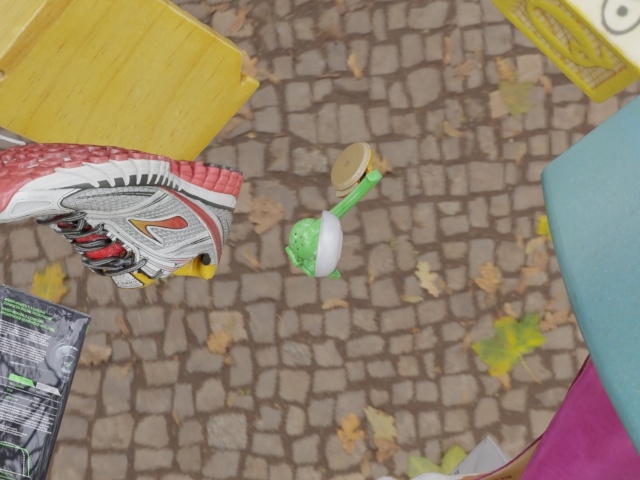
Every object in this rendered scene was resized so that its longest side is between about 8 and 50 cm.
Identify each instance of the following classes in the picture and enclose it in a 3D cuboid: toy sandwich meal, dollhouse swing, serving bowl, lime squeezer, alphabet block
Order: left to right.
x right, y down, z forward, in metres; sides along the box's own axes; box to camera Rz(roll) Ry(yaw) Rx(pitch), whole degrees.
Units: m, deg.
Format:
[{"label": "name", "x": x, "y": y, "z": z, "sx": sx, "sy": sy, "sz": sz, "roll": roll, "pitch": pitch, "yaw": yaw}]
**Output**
[{"label": "dollhouse swing", "x": -0.338, "y": -0.265, "z": 1.381, "sx": 0.315, "sy": 0.305, "sz": 0.347, "roll": -46, "pitch": 143, "yaw": 15}, {"label": "lime squeezer", "x": 0.000, "y": 0.000, "z": 1.392, "sx": 0.059, "sy": 0.310, "sz": 0.110, "roll": 44, "pitch": 65, "yaw": 13}, {"label": "serving bowl", "x": 0.012, "y": 0.005, "z": 1.246, "sx": 0.027, "sy": 0.083, "sz": 0.083, "roll": 7, "pitch": 93, "yaw": -3}, {"label": "toy sandwich meal", "x": 0.048, "y": -0.097, "z": 1.409, "sx": 0.029, "sy": 0.085, "sz": 0.085, "roll": 32, "pitch": 86, "yaw": -30}, {"label": "alphabet block", "x": 0.335, "y": -0.298, "z": 1.134, "sx": 0.197, "sy": 0.193, "sz": 0.192, "roll": -45, "pitch": 86, "yaw": -1}]

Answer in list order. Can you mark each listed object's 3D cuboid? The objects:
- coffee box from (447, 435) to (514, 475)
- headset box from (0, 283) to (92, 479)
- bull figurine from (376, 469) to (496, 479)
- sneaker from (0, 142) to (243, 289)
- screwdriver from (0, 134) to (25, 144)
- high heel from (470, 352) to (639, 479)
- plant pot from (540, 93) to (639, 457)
[{"label": "coffee box", "x": 0.260, "y": 0.389, "z": 1.299, "sx": 0.246, "sy": 0.098, "sz": 0.141, "roll": 42, "pitch": 95, "yaw": -17}, {"label": "headset box", "x": -0.440, "y": 0.211, "z": 1.344, "sx": 0.131, "sy": 0.246, "sz": 0.283, "roll": 25, "pitch": 62, "yaw": -30}, {"label": "bull figurine", "x": 0.192, "y": 0.305, "z": 1.032, "sx": 0.310, "sy": 0.101, "sz": 0.188, "roll": -16, "pitch": 74, "yaw": 4}, {"label": "sneaker", "x": -0.126, "y": -0.013, "z": 0.659, "sx": 0.225, "sy": 0.088, "sz": 0.092, "roll": 7, "pitch": 90, "yaw": -58}, {"label": "screwdriver", "x": -0.368, "y": -0.117, "z": 1.007, "sx": 0.170, "sy": 0.025, "sz": 0.024, "roll": 19, "pitch": 107, "yaw": -39}, {"label": "high heel", "x": 0.136, "y": 0.176, "z": 0.792, "sx": 0.377, "sy": 0.127, "sz": 0.181, "roll": -29, "pitch": 105, "yaw": 32}, {"label": "plant pot", "x": 0.219, "y": 0.036, "z": 0.474, "sx": 0.165, "sy": 0.234, "sz": 0.166, "roll": -38, "pitch": 142, "yaw": 19}]
